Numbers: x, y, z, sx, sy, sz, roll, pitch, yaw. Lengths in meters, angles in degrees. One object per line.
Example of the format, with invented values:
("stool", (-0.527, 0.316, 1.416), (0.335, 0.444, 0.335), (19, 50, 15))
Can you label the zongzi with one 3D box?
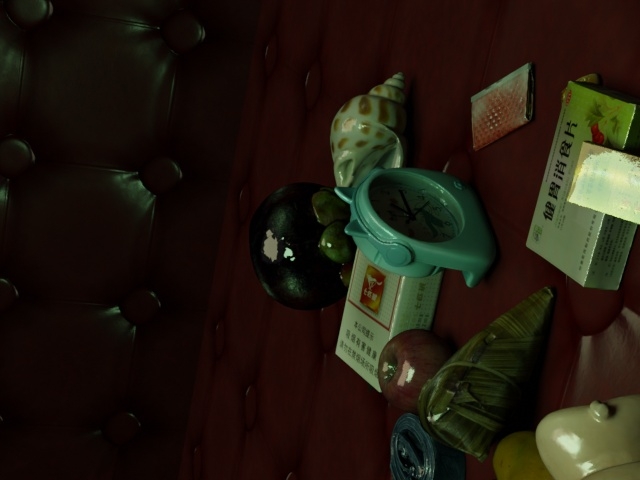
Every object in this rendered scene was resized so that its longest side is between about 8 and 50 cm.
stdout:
("zongzi", (0.269, 0.203, 1.654), (0.288, 0.134, 0.286), (-58, 0, -7))

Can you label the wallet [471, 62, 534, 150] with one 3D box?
("wallet", (0.312, -0.228, 1.762), (0.196, 0.020, 0.103), (152, 122, -68))

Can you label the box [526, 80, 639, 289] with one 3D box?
("box", (0.385, -0.081, 1.440), (0.175, 0.062, 0.260), (-132, 49, -64))

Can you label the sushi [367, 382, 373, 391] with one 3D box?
("sushi", (0.102, 0.196, 2.216), (0.192, 0.040, 0.210), (118, 151, -47))

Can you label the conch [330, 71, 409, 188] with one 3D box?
("conch", (0.112, -0.219, 2.147), (0.149, 0.183, 0.274), (-46, -22, -68))

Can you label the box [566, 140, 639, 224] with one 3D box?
("box", (0.402, -0.069, 1.320), (0.156, 0.022, 0.089), (24, 111, 34))

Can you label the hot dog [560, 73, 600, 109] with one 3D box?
("hot dog", (0.383, -0.220, 1.531), (0.090, 0.034, 0.030), (129, 143, -60))

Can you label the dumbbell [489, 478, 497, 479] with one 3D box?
("dumbbell", (0.255, 0.437, 1.622), (0.254, 0.110, 0.110), (131, 141, -71))

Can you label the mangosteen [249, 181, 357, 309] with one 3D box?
("mangosteen", (-0.011, 0.004, 2.282), (0.300, 0.300, 0.300), (-174, 90, -71))

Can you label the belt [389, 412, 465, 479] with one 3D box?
("belt", (0.187, 0.391, 1.846), (0.190, 0.082, 0.141), (-125, 49, -60))

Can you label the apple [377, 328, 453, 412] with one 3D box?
("apple", (0.178, 0.238, 1.863), (0.153, 0.120, 0.153), (-169, 90, -68))

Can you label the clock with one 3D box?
("clock", (0.155, -0.030, 1.770), (0.223, 0.274, 0.094), (-101, 24, -45))

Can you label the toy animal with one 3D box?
("toy animal", (0.357, 0.288, 1.174), (0.229, 0.210, 0.221), (6, -111, -74))

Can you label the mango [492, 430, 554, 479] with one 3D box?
("mango", (0.312, 0.344, 1.446), (0.253, 0.113, 0.138), (-163, 83, -74))

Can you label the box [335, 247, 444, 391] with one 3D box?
("box", (0.139, 0.109, 2.017), (0.210, 0.095, 0.330), (34, 114, 61))
